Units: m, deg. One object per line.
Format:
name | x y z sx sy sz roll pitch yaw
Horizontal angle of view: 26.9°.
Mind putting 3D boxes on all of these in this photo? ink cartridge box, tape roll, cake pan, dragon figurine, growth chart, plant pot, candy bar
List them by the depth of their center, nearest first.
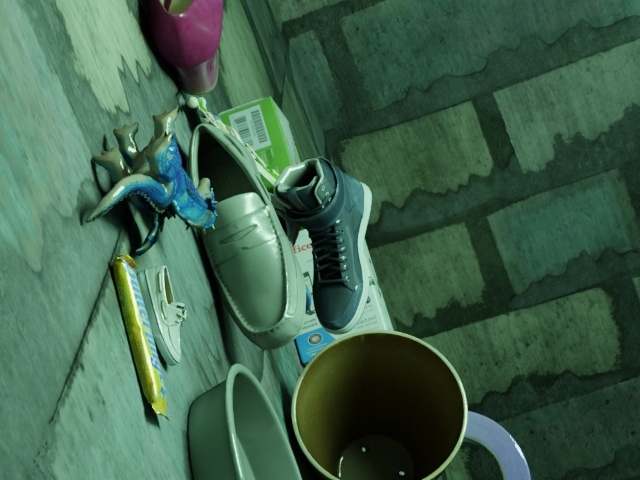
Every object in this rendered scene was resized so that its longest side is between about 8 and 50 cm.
candy bar | -0.164 0.087 1.224 0.040 0.018 0.161 51 22 -72
dragon figurine | -0.157 -0.039 1.334 0.289 0.085 0.144 -95 164 -69
cake pan | -0.063 0.273 1.370 0.293 0.054 0.293 -19 90 -83
growth chart | -0.100 -0.124 1.902 0.237 0.021 0.172 43 5 -10
plant pot | 0.082 0.286 1.903 0.254 0.237 0.237 87 -10 -61
ink cartridge box | 0.019 0.086 2.134 0.086 0.148 0.203 45 26 -71
ink cartridge box | -0.069 -0.095 2.146 0.255 0.097 0.188 47 25 -72
tape roll | 0.247 0.450 2.427 0.090 0.275 0.274 50 22 -70

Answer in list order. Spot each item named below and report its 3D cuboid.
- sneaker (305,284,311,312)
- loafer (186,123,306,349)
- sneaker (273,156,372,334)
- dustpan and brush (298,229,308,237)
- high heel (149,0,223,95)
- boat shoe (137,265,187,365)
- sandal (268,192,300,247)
sneaker | -0.062 0.038 1.963 0.078 0.067 0.188 -88 156 -54
loafer | -0.102 -0.009 1.646 0.111 0.112 0.319 53 11 -54
sneaker | -0.002 0.000 1.764 0.163 0.086 0.226 36 51 -55
dustpan and brush | -0.047 -0.027 2.369 0.147 0.060 0.211 -75 153 -70
high heel | -0.187 -0.400 1.857 0.181 0.127 0.377 81 -3 -64
boat shoe | -0.149 0.072 1.309 0.035 0.035 0.100 46 25 -75
sandal | -0.083 -0.013 1.793 0.265 0.102 0.076 -92 165 -61
